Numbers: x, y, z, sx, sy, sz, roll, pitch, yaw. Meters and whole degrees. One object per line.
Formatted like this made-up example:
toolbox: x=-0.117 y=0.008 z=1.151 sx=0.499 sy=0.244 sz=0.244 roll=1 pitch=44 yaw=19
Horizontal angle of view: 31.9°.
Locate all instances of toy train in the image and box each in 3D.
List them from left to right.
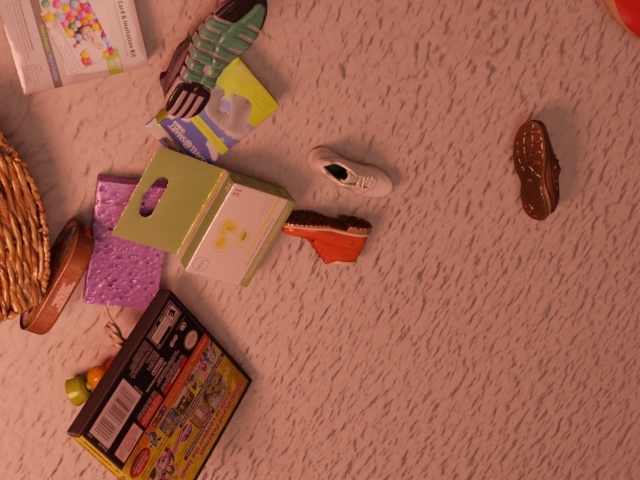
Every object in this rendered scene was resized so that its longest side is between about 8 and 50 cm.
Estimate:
toy train: x=-0.350 y=0.220 z=1.806 sx=0.143 sy=0.105 sz=0.248 roll=-20 pitch=118 yaw=10

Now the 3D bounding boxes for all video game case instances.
video game case: x=-0.245 y=0.260 z=1.773 sx=0.248 sy=0.035 sz=0.275 roll=53 pitch=54 yaw=-35

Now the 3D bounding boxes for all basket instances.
basket: x=-0.545 y=-0.035 z=1.638 sx=0.213 sy=0.223 sz=0.299 roll=-31 pitch=123 yaw=-37

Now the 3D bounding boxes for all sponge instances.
sponge: x=-0.302 y=0.005 z=1.753 sx=0.117 sy=0.031 sz=0.210 roll=5 pitch=112 yaw=-17

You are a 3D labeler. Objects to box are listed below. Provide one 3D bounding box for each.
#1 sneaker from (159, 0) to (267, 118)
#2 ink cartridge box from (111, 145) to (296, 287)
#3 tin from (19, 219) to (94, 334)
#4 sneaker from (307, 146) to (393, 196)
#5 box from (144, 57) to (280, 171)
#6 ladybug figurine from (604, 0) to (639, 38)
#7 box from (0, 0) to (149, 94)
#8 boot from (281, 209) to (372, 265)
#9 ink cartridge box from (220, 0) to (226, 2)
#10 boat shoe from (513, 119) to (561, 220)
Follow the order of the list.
sneaker: x=-0.166 y=-0.285 z=1.602 sx=0.083 sy=0.098 sz=0.224 roll=21 pitch=119 yaw=-41
ink cartridge box: x=-0.177 y=-0.032 z=1.724 sx=0.235 sy=0.056 sz=0.171 roll=17 pitch=113 yaw=-37
tin: x=-0.401 y=0.059 z=1.709 sx=0.040 sy=0.106 sz=0.190 roll=26 pitch=105 yaw=-24
sneaker: x=0.052 y=-0.099 z=1.783 sx=0.152 sy=0.061 sz=0.054 roll=19 pitch=106 yaw=-23
box: x=-0.164 y=-0.189 z=1.696 sx=0.178 sy=0.042 sz=0.109 roll=-40 pitch=117 yaw=4
ladybug figurine: x=0.575 y=-0.498 z=1.683 sx=0.305 sy=0.162 sz=0.450 roll=0 pitch=114 yaw=-15
box: x=-0.352 y=-0.299 z=1.600 sx=0.186 sy=0.038 sz=0.145 roll=-15 pitch=117 yaw=-9
boot: x=0.000 y=0.000 z=1.817 sx=0.157 sy=0.059 sz=0.085 roll=10 pitch=116 yaw=-20
ink cartridge box: x=-0.190 y=-0.558 z=1.497 sx=0.385 sy=0.091 sz=0.308 roll=33 pitch=102 yaw=-27
boat shoe: x=0.364 y=-0.122 z=1.859 sx=0.060 sy=0.064 sz=0.178 roll=-33 pitch=124 yaw=-34
